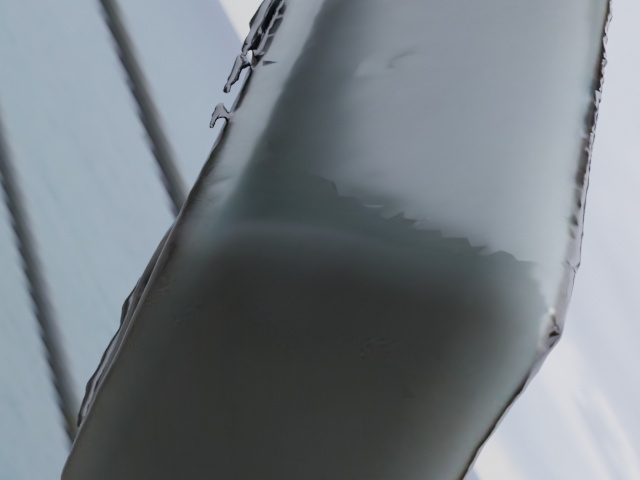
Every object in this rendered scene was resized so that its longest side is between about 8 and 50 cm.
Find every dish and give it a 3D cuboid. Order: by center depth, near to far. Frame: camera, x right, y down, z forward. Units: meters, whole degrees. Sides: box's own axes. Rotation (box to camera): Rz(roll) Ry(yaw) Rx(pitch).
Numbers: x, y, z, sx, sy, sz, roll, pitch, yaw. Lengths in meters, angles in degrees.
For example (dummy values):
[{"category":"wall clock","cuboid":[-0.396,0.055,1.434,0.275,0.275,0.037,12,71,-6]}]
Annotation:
[{"category":"dish","cuboid":[0.000,0.000,0.464,0.080,0.182,0.243,25,35,-3]}]
